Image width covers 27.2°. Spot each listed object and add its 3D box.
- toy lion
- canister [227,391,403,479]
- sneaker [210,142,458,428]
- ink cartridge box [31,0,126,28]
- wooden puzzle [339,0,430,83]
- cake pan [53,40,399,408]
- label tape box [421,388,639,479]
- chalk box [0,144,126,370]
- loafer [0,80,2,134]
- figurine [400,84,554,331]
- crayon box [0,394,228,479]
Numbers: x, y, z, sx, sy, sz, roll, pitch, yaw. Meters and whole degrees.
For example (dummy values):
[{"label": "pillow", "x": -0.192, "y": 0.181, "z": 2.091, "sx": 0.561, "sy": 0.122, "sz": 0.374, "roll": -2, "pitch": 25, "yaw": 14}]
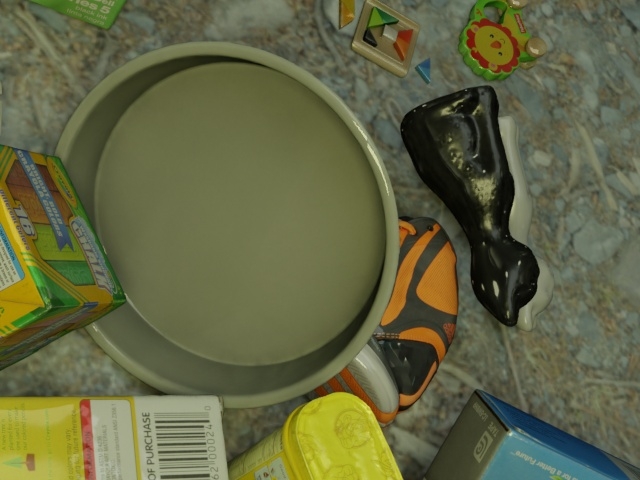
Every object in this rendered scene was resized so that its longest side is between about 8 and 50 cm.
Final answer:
[{"label": "toy lion", "x": 0.190, "y": -0.221, "z": 1.434, "sx": 0.096, "sy": 0.034, "sz": 0.100, "roll": -9, "pitch": 71, "yaw": -24}, {"label": "canister", "x": -0.012, "y": 0.202, "z": 1.022, "sx": 0.073, "sy": 0.170, "sz": 0.126, "roll": -15, "pitch": 75, "yaw": -34}, {"label": "sneaker", "x": 0.000, "y": 0.000, "z": 1.174, "sx": 0.180, "sy": 0.124, "sz": 0.321, "roll": -41, "pitch": 100, "yaw": -41}, {"label": "ink cartridge box", "x": -0.171, "y": -0.345, "z": 1.138, "sx": 0.115, "sy": 0.273, "sz": 0.198, "roll": 20, "pitch": 59, "yaw": -20}, {"label": "wooden puzzle", "x": 0.068, "y": -0.212, "z": 1.368, "sx": 0.116, "sy": 0.014, "sz": 0.078, "roll": 22, "pitch": 58, "yaw": -19}, {"label": "cake pan", "x": -0.075, "y": -0.013, "z": 1.049, "sx": 0.293, "sy": 0.293, "sz": 0.054, "roll": 49, "pitch": 21, "yaw": 1}, {"label": "label tape box", "x": 0.154, "y": 0.322, "z": 1.070, "sx": 0.240, "sy": 0.106, "sz": 0.334, "roll": 27, "pitch": 96, "yaw": -16}, {"label": "chalk box", "x": -0.239, "y": 0.018, "z": 0.979, "sx": 0.132, "sy": 0.213, "sz": 0.132, "roll": -28, "pitch": 85, "yaw": 9}, {"label": "loafer", "x": -0.323, "y": -0.185, "z": 1.075, "sx": 0.111, "sy": 0.112, "sz": 0.319, "roll": 10, "pitch": 62, "yaw": -35}, {"label": "figurine", "x": 0.161, "y": -0.015, "z": 1.230, "sx": 0.215, "sy": 0.092, "sz": 0.209, "roll": 21, "pitch": 52, "yaw": -72}, {"label": "crayon box", "x": -0.220, "y": 0.215, "z": 0.954, "sx": 0.318, "sy": 0.081, "sz": 0.202, "roll": 4, "pitch": 65, "yaw": -28}]
